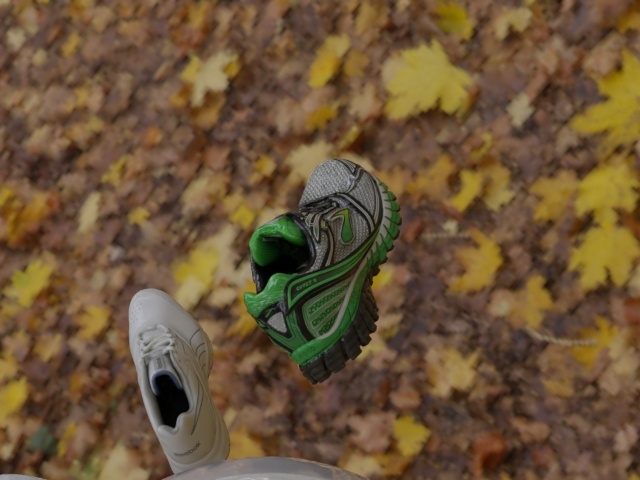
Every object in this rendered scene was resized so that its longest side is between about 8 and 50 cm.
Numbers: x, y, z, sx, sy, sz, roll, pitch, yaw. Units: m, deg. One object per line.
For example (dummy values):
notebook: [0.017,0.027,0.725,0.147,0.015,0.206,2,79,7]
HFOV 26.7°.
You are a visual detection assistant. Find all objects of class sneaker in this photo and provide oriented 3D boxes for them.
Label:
sneaker: [-0.200,0.173,1.828,0.111,0.129,0.297,-25,52,-1]
sneaker: [0.000,0.000,1.563,0.134,0.146,0.343,-33,25,26]

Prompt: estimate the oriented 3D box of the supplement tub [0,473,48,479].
supplement tub: [-0.433,0.506,1.858,0.228,0.228,0.316,-22,39,38]

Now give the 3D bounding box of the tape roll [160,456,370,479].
tape roll: [-0.045,0.366,1.065,0.392,0.392,0.072,-54,5,0]
